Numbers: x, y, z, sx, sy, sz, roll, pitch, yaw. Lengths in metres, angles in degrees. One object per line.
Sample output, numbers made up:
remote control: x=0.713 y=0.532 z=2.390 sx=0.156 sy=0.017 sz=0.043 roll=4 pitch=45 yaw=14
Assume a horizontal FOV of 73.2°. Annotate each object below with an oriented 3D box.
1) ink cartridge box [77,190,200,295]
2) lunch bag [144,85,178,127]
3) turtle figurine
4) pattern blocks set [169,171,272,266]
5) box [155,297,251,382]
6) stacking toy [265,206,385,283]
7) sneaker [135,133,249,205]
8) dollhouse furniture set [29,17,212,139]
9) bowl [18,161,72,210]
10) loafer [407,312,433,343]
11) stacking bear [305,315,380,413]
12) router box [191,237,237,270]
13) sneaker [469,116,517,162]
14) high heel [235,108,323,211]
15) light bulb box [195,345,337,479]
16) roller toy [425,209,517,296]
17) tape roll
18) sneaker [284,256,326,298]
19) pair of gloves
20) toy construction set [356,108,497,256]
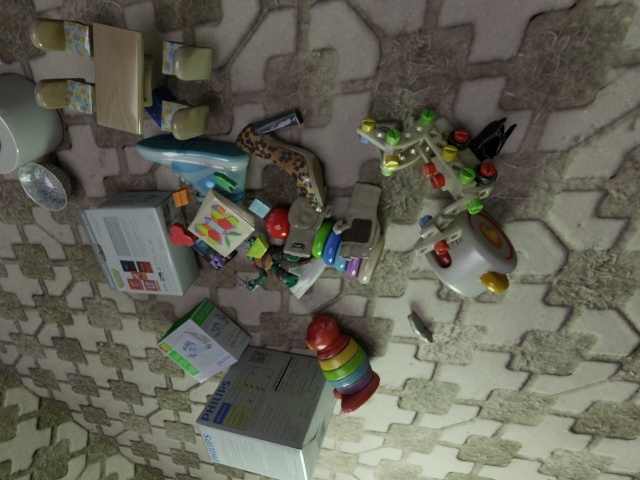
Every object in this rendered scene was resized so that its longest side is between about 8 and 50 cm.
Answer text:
ink cartridge box: x=-0.562 y=0.009 z=1.355 sx=0.272 sy=0.130 sz=0.309 roll=1 pitch=119 yaw=14
lunch bag: x=-0.413 y=-0.346 z=1.114 sx=0.065 sy=0.067 sz=0.098 roll=-26 pitch=108 yaw=32
turtle figurine: x=-0.167 y=0.060 z=1.279 sx=0.234 sy=0.118 sz=0.175 roll=10 pitch=118 yaw=35
pattern blocks set: x=-0.272 y=-0.041 z=1.164 sx=0.286 sy=0.026 sz=0.324 roll=28 pitch=133 yaw=-4
box: x=-0.430 y=0.373 z=1.591 sx=0.231 sy=0.126 sz=0.262 roll=46 pitch=125 yaw=-12
stacking toy: x=0.000 y=0.000 z=1.176 sx=0.331 sy=0.141 sz=0.141 roll=20 pitch=128 yaw=12
sneaker: x=-0.348 y=-0.168 z=1.180 sx=0.319 sy=0.127 sz=0.208 roll=12 pitch=125 yaw=13
dollhouse furniture set: x=-0.450 y=-0.427 z=0.904 sx=0.363 sy=0.256 sz=0.393 roll=15 pitch=115 yaw=10
bowl: x=-0.860 y=-0.187 z=1.381 sx=0.170 sy=0.080 sz=0.170 roll=9 pitch=126 yaw=13
loafer: x=0.294 y=0.272 z=1.308 sx=0.039 sy=0.045 sz=0.125 roll=-23 pitch=116 yaw=39
stacking bear: x=0.055 y=0.375 z=1.399 sx=0.164 sy=0.175 sz=0.288 roll=-33 pitch=100 yaw=-7
router box: x=-0.339 y=0.028 z=1.368 sx=0.122 sy=0.038 sz=0.092 roll=45 pitch=127 yaw=-13
sneaker: x=0.350 y=-0.197 z=0.928 sx=0.051 sy=0.089 sz=0.170 roll=32 pitch=128 yaw=-4
high heel: x=-0.101 y=-0.180 z=1.093 sx=0.186 sy=0.093 sz=0.261 roll=-14 pitch=101 yaw=21
light bulb box: x=-0.166 y=0.588 z=1.496 sx=0.362 sy=0.357 sz=0.225 roll=6 pitch=123 yaw=18
roller toy: x=0.354 y=0.022 z=1.011 sx=0.191 sy=0.209 sz=0.146 roll=41 pitch=126 yaw=-3
tape roll: x=-0.906 y=-0.336 z=1.237 sx=0.247 sy=0.169 sz=0.246 roll=10 pitch=127 yaw=14
sneaker: x=-0.049 y=0.089 z=1.288 sx=0.094 sy=0.080 sz=0.212 roll=42 pitch=129 yaw=4
pair of gloves: x=0.034 y=-0.048 z=1.102 sx=0.241 sy=0.204 sz=0.042 roll=2 pitch=163 yaw=14
toy construction set: x=0.228 y=-0.136 z=0.905 sx=0.215 sy=0.327 sz=0.151 roll=-16 pitch=163 yaw=-12
